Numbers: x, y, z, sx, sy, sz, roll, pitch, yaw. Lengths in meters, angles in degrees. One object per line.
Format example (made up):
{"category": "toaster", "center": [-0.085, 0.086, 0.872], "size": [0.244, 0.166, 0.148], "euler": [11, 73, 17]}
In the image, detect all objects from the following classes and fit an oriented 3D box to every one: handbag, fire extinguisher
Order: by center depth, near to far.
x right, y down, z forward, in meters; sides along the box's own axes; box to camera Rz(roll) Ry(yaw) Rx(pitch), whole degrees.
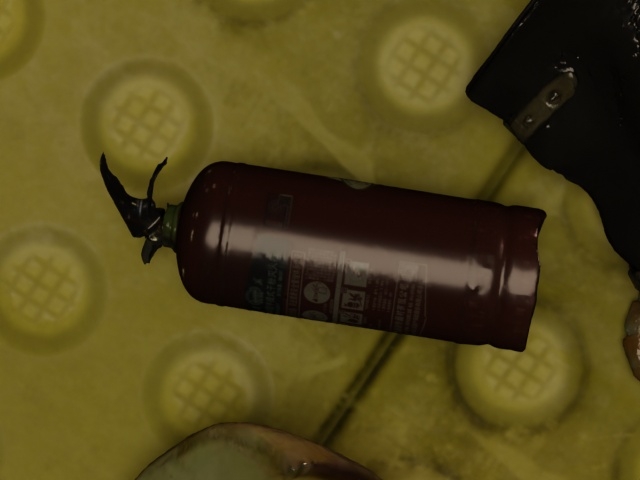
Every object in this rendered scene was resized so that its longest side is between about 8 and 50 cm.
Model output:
{"category": "handbag", "center": [0.293, -0.106, 1.251], "size": [0.288, 0.152, 0.342], "euler": [-37, 91, 18]}
{"category": "fire extinguisher", "center": [0.000, 0.000, 1.281], "size": [0.337, 0.114, 0.135], "euler": [8, 139, 2]}

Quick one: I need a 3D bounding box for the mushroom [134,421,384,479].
{"category": "mushroom", "center": [-0.056, 0.293, 1.329], "size": [0.217, 0.212, 0.292], "euler": [24, 85, -44]}

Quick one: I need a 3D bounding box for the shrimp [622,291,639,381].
{"category": "shrimp", "center": [0.319, 0.051, 1.322], "size": [0.180, 0.041, 0.099], "euler": [-39, 79, 8]}
